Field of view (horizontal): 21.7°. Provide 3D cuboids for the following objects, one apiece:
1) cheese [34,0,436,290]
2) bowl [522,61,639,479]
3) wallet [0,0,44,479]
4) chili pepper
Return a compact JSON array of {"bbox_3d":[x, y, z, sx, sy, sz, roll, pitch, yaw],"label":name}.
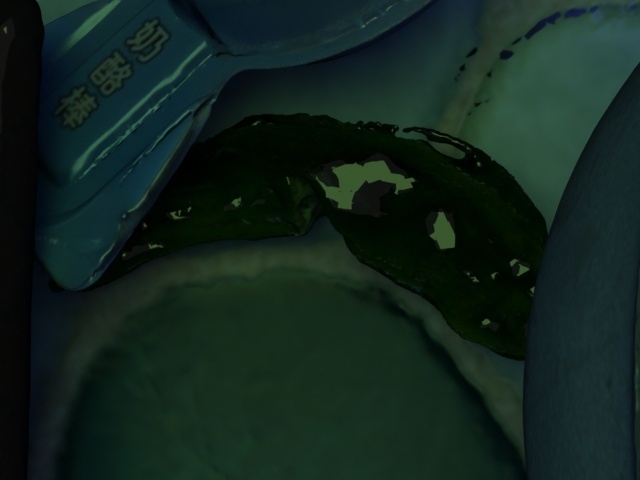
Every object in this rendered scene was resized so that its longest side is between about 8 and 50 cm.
[{"bbox_3d":[-0.020,-0.095,0.567,0.244,0.052,0.135,-42,50,1],"label":"cheese"},{"bbox_3d":[0.148,0.047,0.463,0.313,0.146,0.313,4,82,-34],"label":"bowl"},{"bbox_3d":[-0.167,0.034,0.562,0.182,0.049,0.229,-8,76,30],"label":"wallet"},{"bbox_3d":[-0.001,-0.006,0.562,0.182,0.050,0.073,8,88,12],"label":"chili pepper"}]
